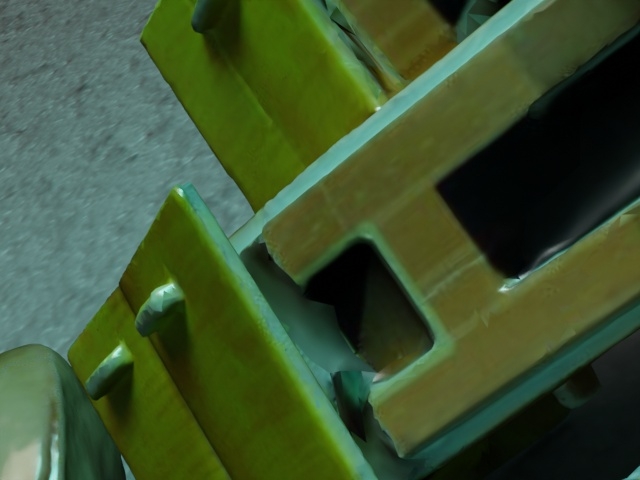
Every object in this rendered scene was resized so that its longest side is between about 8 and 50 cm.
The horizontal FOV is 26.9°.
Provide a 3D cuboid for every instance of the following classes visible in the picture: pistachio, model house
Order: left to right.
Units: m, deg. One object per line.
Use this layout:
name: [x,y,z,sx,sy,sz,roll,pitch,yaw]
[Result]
pistachio: [-0.140,0.129,0.620,0.126,0.108,0.185,-57,28,29]
model house: [0.000,0.000,0.462,0.323,0.300,0.340,-39,-10,24]
